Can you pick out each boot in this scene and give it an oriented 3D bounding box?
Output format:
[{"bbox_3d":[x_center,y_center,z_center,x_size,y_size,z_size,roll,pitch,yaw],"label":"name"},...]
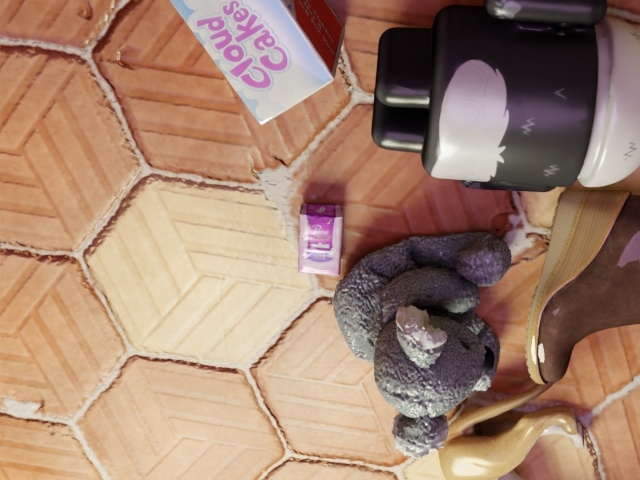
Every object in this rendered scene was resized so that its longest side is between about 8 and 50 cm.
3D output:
[{"bbox_3d":[0.342,0.072,1.082,0.207,0.090,0.248,16,113,22],"label":"boot"}]

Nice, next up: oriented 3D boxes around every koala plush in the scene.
[{"bbox_3d":[0.110,0.116,1.078,0.203,0.221,0.196,2,119,3],"label":"koala plush"}]

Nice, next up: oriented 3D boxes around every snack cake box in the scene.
[{"bbox_3d":[-0.087,-0.260,0.927,0.089,0.152,0.264,-29,112,19],"label":"snack cake box"}]

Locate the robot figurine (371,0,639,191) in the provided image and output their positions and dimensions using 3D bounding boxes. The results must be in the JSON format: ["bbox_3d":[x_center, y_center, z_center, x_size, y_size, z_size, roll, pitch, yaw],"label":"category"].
[{"bbox_3d":[0.192,-0.142,0.965,0.278,0.209,0.173,4,88,3],"label":"robot figurine"}]

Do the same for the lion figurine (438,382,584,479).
[{"bbox_3d":[0.224,0.336,1.256,0.240,0.142,0.392,-7,102,16],"label":"lion figurine"}]

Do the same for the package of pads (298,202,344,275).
[{"bbox_3d":[0.000,0.000,1.130,0.050,0.032,0.083,3,119,-1],"label":"package of pads"}]
